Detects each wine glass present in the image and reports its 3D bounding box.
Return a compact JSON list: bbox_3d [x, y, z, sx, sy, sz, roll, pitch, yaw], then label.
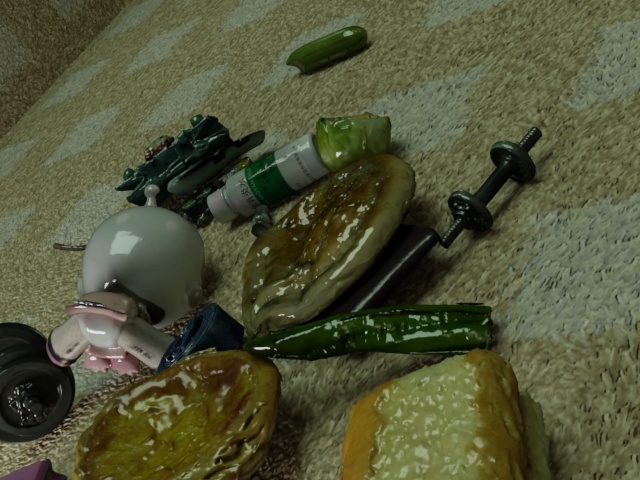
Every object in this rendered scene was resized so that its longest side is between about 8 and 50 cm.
[{"bbox_3d":[-0.113,-0.039,1.914,0.042,0.039,0.083,-30,24,17],"label":"wine glass"}]

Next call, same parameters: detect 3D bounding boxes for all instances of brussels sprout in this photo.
[{"bbox_3d":[0.065,-0.178,1.837,0.151,0.122,0.149,-14,16,-42],"label":"brussels sprout"}]

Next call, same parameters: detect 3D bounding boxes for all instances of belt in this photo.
[{"bbox_3d":[-0.197,0.178,1.595,0.141,0.082,0.190,-41,14,20],"label":"belt"}]

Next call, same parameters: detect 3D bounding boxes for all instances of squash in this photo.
[{"bbox_3d":[0.013,-0.466,2.391,0.238,0.069,0.069,-15,34,35],"label":"squash"}]

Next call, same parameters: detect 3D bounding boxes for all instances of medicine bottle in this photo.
[{"bbox_3d":[-0.105,-0.120,1.966,0.260,0.095,0.095,-28,29,20],"label":"medicine bottle"}]

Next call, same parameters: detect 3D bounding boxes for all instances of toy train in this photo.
[{"bbox_3d":[-0.214,-0.109,2.110,0.202,0.060,0.081,-36,21,-4],"label":"toy train"}]

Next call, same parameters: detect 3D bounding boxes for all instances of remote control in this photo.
[{"bbox_3d":[-0.222,-0.170,2.126,0.256,0.045,0.097,-35,-3,-20],"label":"remote control"}]

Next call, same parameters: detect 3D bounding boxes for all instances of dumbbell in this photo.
[{"bbox_3d":[-0.569,0.262,1.810,0.192,0.192,0.290,-44,30,-14],"label":"dumbbell"},{"bbox_3d":[0.263,-0.083,1.497,0.254,0.081,0.081,-49,30,-18],"label":"dumbbell"}]

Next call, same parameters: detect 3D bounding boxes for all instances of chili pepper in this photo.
[{"bbox_3d":[0.055,0.126,1.327,0.359,0.076,0.085,-4,48,17],"label":"chili pepper"}]

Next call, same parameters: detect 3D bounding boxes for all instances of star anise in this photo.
[{"bbox_3d":[-0.422,-0.018,2.060,0.218,0.227,0.148,-42,40,47],"label":"star anise"}]

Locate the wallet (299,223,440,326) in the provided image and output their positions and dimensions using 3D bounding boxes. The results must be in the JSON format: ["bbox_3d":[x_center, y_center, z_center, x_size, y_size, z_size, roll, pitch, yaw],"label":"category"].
[{"bbox_3d":[0.074,0.064,1.492,0.229,0.049,0.182,-47,13,-13],"label":"wallet"}]

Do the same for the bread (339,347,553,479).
[{"bbox_3d":[0.115,0.308,0.977,0.236,0.165,0.375,-27,30,23],"label":"bread"}]

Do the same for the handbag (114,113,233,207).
[{"bbox_3d":[-0.324,-0.186,2.201,0.268,0.100,0.274,-36,-2,4],"label":"handbag"}]

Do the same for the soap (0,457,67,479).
[{"bbox_3d":[-0.489,0.457,1.552,0.122,0.065,0.203,-26,29,19],"label":"soap"}]

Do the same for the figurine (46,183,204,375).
[{"bbox_3d":[-0.333,0.081,1.799,0.253,0.211,0.361,15,37,1],"label":"figurine"}]

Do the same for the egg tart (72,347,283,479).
[{"bbox_3d":[-0.189,0.291,1.367,0.341,0.129,0.341,-19,25,10],"label":"egg tart"}]

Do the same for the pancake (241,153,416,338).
[{"bbox_3d":[0.001,-0.001,1.593,0.387,0.082,0.387,-39,21,18],"label":"pancake"}]
